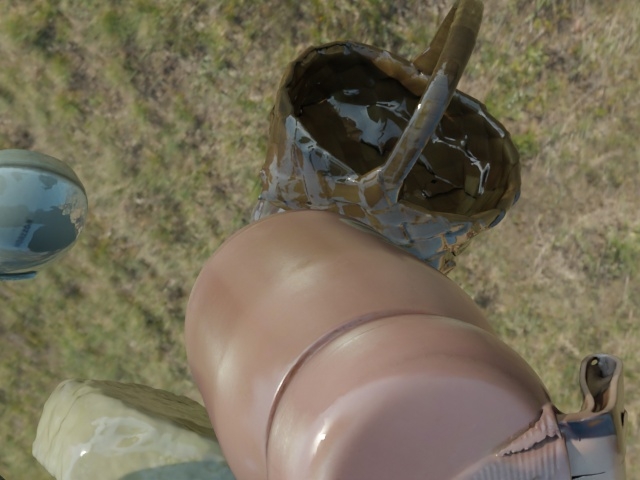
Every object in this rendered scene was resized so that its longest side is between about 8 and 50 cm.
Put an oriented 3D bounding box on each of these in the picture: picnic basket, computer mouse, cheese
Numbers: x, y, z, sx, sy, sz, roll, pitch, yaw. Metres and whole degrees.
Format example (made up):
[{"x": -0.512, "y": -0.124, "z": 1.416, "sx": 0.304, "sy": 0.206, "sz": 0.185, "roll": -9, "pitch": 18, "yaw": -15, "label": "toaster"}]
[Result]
[{"x": 0.116, "y": -0.157, "z": 1.134, "sx": 0.337, "sy": 0.293, "sz": 0.337, "roll": 11, "pitch": 134, "yaw": 12, "label": "picnic basket"}, {"x": -0.326, "y": -0.010, "z": 0.956, "sx": 0.128, "sy": 0.079, "sz": 0.231, "roll": 16, "pitch": 141, "yaw": -28, "label": "computer mouse"}, {"x": -0.157, "y": 0.249, "z": 1.040, "sx": 0.326, "sy": 0.115, "sz": 0.318, "roll": 19, "pitch": 174, "yaw": 15, "label": "cheese"}]

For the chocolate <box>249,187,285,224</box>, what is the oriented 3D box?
[{"x": 0.000, "y": 0.000, "z": 1.439, "sx": 0.213, "sy": 0.303, "sz": 0.303, "roll": -30, "pitch": 116, "yaw": 30, "label": "chocolate"}]

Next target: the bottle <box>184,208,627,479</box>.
[{"x": 0.035, "y": 0.080, "z": 0.538, "sx": 0.207, "sy": 0.297, "sz": 0.173, "roll": -9, "pitch": 101, "yaw": -12, "label": "bottle"}]

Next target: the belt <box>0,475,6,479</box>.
[{"x": -0.408, "y": 0.324, "z": 0.678, "sx": 0.437, "sy": 0.300, "sz": 0.173, "roll": -16, "pitch": 137, "yaw": -9, "label": "belt"}]
